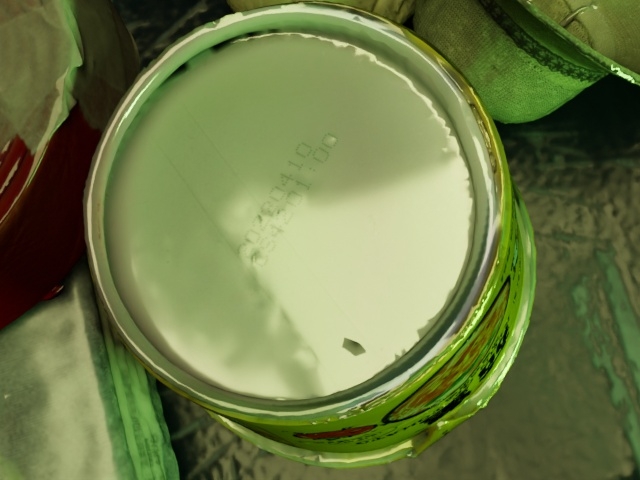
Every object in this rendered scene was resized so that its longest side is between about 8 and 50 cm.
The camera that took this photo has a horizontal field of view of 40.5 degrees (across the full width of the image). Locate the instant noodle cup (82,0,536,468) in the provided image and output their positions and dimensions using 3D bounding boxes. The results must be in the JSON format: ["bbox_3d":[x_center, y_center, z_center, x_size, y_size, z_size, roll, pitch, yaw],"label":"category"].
[{"bbox_3d":[0.000,0.000,0.605,0.325,0.254,0.326,-1,79,7],"label":"instant noodle cup"}]

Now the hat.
[{"bbox_3d":[0.146,-0.168,0.662,0.257,0.257,0.130,54,130,13],"label":"hat"}]

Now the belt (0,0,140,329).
[{"bbox_3d":[-0.261,-0.055,0.591,0.324,0.115,0.227,-39,74,5],"label":"belt"}]

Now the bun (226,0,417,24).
[{"bbox_3d":[0.005,-0.239,0.720,0.188,0.111,0.164,9,78,13],"label":"bun"}]

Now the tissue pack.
[{"bbox_3d":[-0.294,0.072,0.699,0.288,0.124,0.394,-16,78,7],"label":"tissue pack"}]
